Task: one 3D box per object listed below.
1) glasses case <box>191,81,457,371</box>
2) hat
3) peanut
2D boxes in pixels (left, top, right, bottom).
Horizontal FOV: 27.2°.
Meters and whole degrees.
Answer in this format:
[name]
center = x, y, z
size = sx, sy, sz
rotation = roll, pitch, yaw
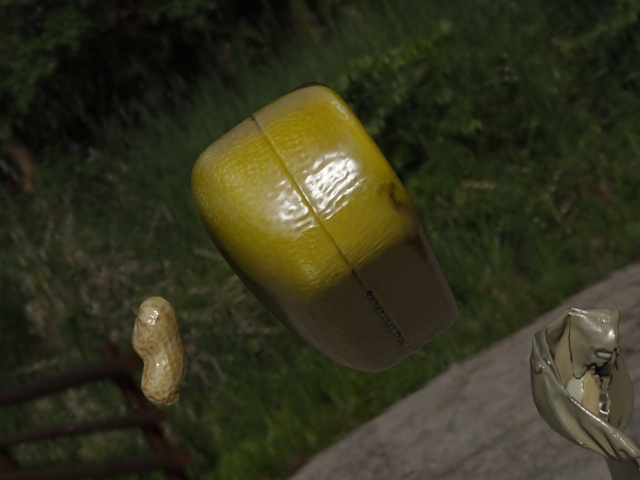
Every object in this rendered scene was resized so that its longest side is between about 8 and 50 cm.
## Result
[glasses case]
center = 0.000, 0.000, 1.051
size = 0.141, 0.173, 0.371
rotation = -33, -20, 0
[hat]
center = 0.234, 0.160, 1.151
size = 0.085, 0.175, 0.147
rotation = -9, 45, 12
[peanut]
center = -0.163, 0.113, 1.338
size = 0.054, 0.113, 0.054
rotation = -7, 1, 0
